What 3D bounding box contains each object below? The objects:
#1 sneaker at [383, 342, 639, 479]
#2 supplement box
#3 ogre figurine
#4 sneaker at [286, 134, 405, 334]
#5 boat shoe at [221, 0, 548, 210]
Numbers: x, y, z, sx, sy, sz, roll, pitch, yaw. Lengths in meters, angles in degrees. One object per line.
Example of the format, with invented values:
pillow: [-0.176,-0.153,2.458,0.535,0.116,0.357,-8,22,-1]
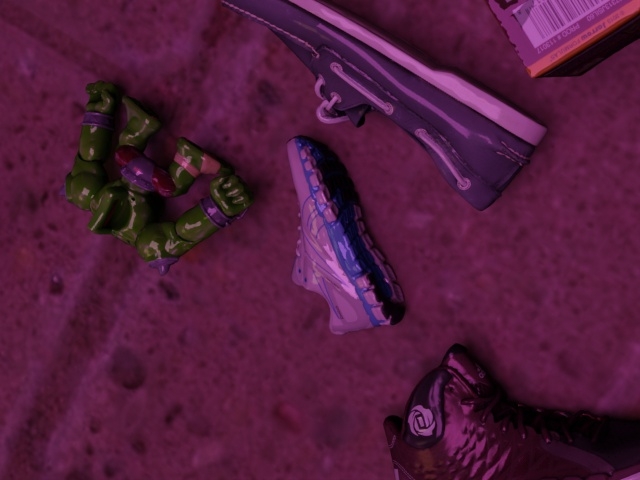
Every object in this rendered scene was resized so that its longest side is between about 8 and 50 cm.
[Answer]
sneaker: [0.174,0.156,1.307,0.281,0.106,0.162,-20,87,22]
supplement box: [0.210,-0.188,1.201,0.104,0.188,0.081,-31,85,21]
ogre figurine: [-0.165,-0.054,1.408,0.197,0.097,0.118,35,96,1]
sneaker: [0.000,0.000,1.369,0.083,0.071,0.190,-23,88,27]
boat shoe: [0.036,-0.136,1.313,0.319,0.116,0.099,30,102,9]
